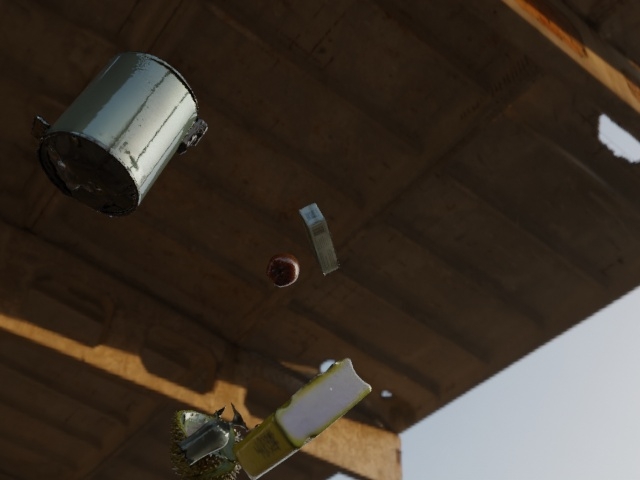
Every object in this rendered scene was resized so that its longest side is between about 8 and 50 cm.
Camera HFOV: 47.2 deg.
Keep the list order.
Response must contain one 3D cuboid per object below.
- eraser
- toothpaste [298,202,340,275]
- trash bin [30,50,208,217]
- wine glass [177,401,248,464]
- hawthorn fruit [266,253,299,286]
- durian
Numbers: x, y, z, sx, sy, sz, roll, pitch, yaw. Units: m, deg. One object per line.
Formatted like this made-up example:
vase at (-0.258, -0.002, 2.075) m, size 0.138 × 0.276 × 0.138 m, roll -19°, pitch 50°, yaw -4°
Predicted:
eraser at (-0.035, 0.271, 1.099) m, size 0.069 × 0.158 × 0.226 m, roll 53°, pitch -36°, yaw 11°
toothpaste at (0.000, 0.000, 1.270) m, size 0.034 × 0.046 × 0.164 m, roll -26°, pitch -33°, yaw -6°
trash bin at (-0.398, -0.215, 1.465) m, size 0.277 × 0.262 × 0.217 m, roll 33°, pitch -38°, yaw -12°
wine glass at (-0.131, 0.233, 0.882) m, size 0.083 × 0.042 × 0.039 m, roll -29°, pitch -15°, yaw -18°
hawthorn fruit at (-0.085, 0.068, 1.761) m, size 0.081 × 0.093 × 0.081 m, roll 2°, pitch -84°, yaw 18°
durian at (-0.269, 0.483, 1.691) m, size 0.194 × 0.237 × 0.137 m, roll 23°, pitch -76°, yaw 0°
